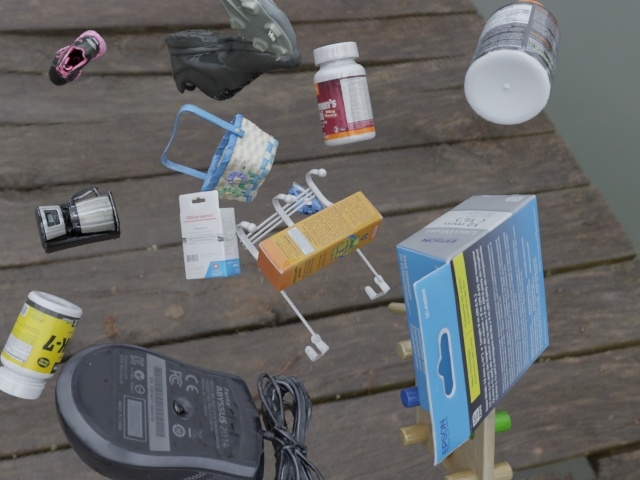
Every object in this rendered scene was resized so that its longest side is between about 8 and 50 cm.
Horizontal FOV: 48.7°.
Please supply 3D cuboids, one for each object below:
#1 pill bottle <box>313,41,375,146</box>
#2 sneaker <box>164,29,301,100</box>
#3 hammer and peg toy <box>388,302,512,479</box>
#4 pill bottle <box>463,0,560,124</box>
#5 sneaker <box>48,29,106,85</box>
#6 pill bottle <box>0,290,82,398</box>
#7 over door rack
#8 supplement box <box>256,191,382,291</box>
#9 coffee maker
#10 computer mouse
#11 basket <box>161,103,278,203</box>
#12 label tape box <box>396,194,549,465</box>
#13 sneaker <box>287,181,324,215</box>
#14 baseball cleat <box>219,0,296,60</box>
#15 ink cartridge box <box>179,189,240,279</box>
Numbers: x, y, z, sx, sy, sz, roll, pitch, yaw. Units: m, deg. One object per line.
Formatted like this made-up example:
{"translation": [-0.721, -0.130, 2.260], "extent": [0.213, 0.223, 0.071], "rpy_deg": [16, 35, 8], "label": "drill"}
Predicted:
{"translation": [0.051, -0.334, 1.627], "extent": [0.121, 0.121, 0.221], "rpy_deg": [-14, 99, -21], "label": "pill bottle"}
{"translation": [-0.158, -0.322, 1.307], "extent": [0.287, 0.130, 0.109], "rpy_deg": [10, 22, 30], "label": "sneaker"}
{"translation": [0.239, 0.255, 1.292], "extent": [0.128, 0.360, 0.266], "rpy_deg": [-7, 14, -18], "label": "hammer and peg toy"}
{"translation": [0.316, -0.301, 1.141], "extent": [0.131, 0.130, 0.245], "rpy_deg": [22, 45, 6], "label": "pill bottle"}
{"translation": [-0.366, -0.259, 1.032], "extent": [0.047, 0.119, 0.057], "rpy_deg": [46, 37, -21], "label": "sneaker"}
{"translation": [-0.608, 0.224, 1.517], "extent": [0.119, 0.119, 0.208], "rpy_deg": [23, 87, 7], "label": "pill bottle"}
{"translation": [0.006, 0.042, 1.434], "extent": [0.239, 0.108, 0.324], "rpy_deg": [-40, 107, -35], "label": "over door rack"}
{"translation": [0.000, 0.000, 1.304], "extent": [0.234, 0.078, 0.080], "rpy_deg": [-30, 66, -24], "label": "supplement box"}
{"translation": [-0.575, -0.031, 1.680], "extent": [0.178, 0.171, 0.120], "rpy_deg": [-13, 51, -21], "label": "coffee maker"}
{"translation": [-0.122, 0.183, 0.648], "extent": [0.272, 0.072, 0.188], "rpy_deg": [27, 35, -30], "label": "computer mouse"}
{"translation": [-0.283, -0.244, 1.981], "extent": [0.289, 0.254, 0.201], "rpy_deg": [24, 53, -11], "label": "basket"}
{"translation": [0.193, 0.102, 0.974], "extent": [0.115, 0.249, 0.348], "rpy_deg": [5, 22, 40], "label": "label tape box"}
{"translation": [-0.024, -0.079, 1.659], "extent": [0.144, 0.053, 0.059], "rpy_deg": [39, 96, 35], "label": "sneaker"}
{"translation": [-0.088, -0.303, 0.786], "extent": [0.206, 0.072, 0.109], "rpy_deg": [41, 65, -31], "label": "baseball cleat"}
{"translation": [-0.109, -0.005, 0.693], "extent": [0.048, 0.028, 0.083], "rpy_deg": [-5, 91, 25], "label": "ink cartridge box"}
